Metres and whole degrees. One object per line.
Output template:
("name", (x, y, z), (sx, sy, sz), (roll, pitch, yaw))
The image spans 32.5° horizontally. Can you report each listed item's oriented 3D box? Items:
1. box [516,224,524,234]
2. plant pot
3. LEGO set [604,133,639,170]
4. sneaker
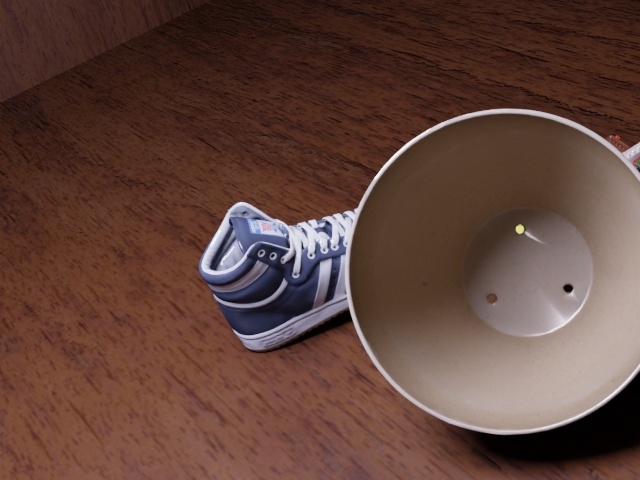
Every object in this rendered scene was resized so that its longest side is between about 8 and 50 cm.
("box", (0.249, -0.020, 1.223), (0.232, 0.058, 0.087), (0, 61, 30))
("plant pot", (0.186, 0.029, 1.040), (0.284, 0.284, 0.191), (-9, -4, 17))
("LEGO set", (0.327, -0.063, 1.311), (0.244, 0.060, 0.182), (-2, 44, 34))
("sneaker", (0.000, 0.000, 1.213), (0.282, 0.153, 0.099), (-32, 38, 3))
